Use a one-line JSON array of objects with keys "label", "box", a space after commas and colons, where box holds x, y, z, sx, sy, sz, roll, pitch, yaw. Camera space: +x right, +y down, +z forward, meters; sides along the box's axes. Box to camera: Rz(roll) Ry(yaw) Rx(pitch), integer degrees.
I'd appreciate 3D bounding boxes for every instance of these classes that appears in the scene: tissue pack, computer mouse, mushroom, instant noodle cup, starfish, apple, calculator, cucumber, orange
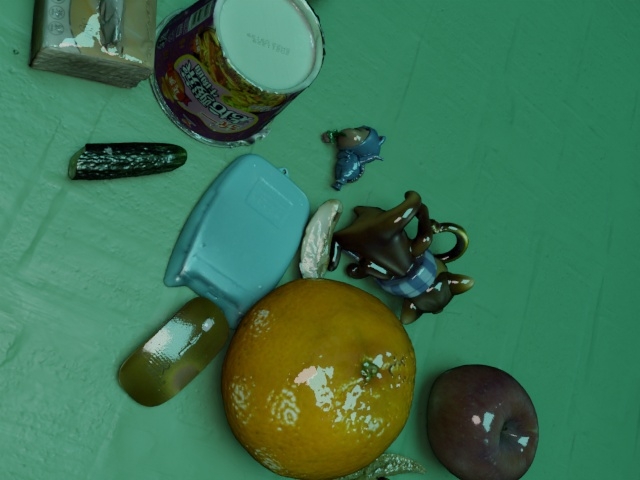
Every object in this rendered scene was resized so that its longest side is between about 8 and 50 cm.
[{"label": "tissue pack", "box": [-0.416, -0.479, 1.211, 0.239, 0.239, 0.305, 6, 80, -33]}, {"label": "computer mouse", "box": [-0.289, 0.222, 1.281, 0.245, 0.056, 0.126, -44, 109, -23]}, {"label": "mushroom", "box": [-0.002, 0.001, 1.498, 0.072, 0.094, 0.209, 16, 94, 12]}, {"label": "instant noodle cup", "box": [-0.159, -0.388, 1.346, 0.340, 0.266, 0.339, 6, 79, -34]}, {"label": "starfish", "box": [0.113, 0.562, 1.491, 0.375, 0.094, 0.326, -13, 112, -35]}, {"label": "apple", "box": [0.401, 0.468, 1.617, 0.306, 0.235, 0.305, 3, 84, -32]}, {"label": "calculator", "box": [-0.164, -0.015, 1.418, 0.256, 0.054, 0.386, 39, 63, -23]}, {"label": "cucumber", "box": [-0.382, -0.161, 1.282, 0.242, 0.074, 0.074, -9, 88, -37]}, {"label": "orange", "box": [0.006, 0.284, 1.323, 0.424, 0.326, 0.423, 6, 80, -35]}]

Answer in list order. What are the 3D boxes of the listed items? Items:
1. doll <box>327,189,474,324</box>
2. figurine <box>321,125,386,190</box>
[{"label": "doll", "box": [0.207, 0.034, 1.591, 0.318, 0.209, 0.340, -44, 108, 4]}, {"label": "figurine", "box": [0.071, -0.218, 1.576, 0.145, 0.114, 0.178, 34, 74, -24]}]
